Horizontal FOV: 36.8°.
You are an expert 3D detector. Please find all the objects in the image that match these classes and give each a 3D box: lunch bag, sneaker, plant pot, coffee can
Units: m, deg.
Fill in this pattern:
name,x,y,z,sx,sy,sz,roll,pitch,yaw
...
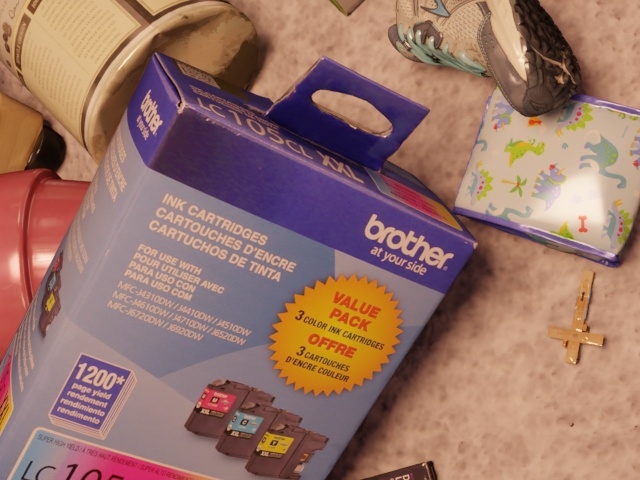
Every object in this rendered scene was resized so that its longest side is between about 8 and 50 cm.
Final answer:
name,x,y,z,sx,sy,sz,roll,pitch,yaw
lunch bag,0.203,-0.060,0.828,0.151,0.096,0.129,19,89,16
sneaker,0.130,-0.185,0.846,0.122,0.110,0.283,-39,40,22
plant pot,-0.214,0.024,0.929,0.180,0.201,0.201,-6,80,3
coffee can,-0.226,-0.223,0.953,0.275,0.201,0.201,44,98,20

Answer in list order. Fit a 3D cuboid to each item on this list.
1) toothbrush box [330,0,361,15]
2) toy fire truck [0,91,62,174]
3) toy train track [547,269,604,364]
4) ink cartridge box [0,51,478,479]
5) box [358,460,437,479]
name,x,y,z,sx,sy,sz,roll,pitch,yaw
toothbrush box,-0.005,-0.400,0.942,0.206,0.122,0.283,-44,71,9
toy fire truck,-0.441,-0.073,1.057,0.246,0.158,0.217,15,82,41
toy train track,0.228,0.068,0.845,0.048,0.014,0.083,9,79,28
ink cartridge box,-0.067,0.036,0.773,0.395,0.270,0.151,-60,27,14
box,0.041,0.277,0.874,0.162,0.029,0.116,-20,77,18
